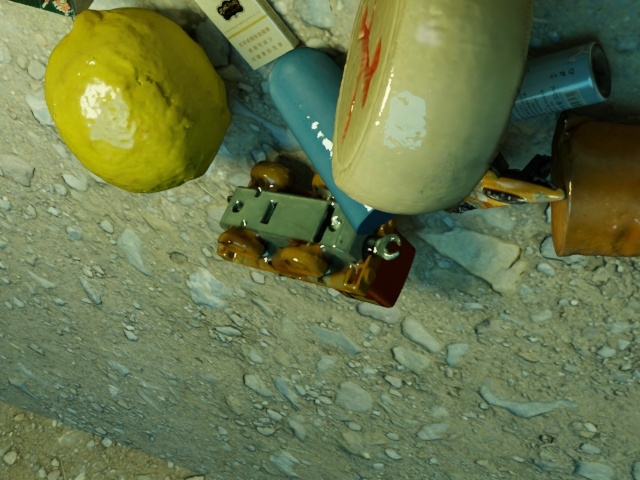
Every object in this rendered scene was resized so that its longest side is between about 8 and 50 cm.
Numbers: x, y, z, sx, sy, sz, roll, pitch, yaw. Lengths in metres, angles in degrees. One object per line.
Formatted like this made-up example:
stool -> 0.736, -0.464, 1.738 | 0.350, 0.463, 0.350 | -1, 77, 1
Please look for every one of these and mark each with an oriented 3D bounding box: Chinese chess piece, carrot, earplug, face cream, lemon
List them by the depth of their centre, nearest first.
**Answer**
Chinese chess piece -> 0.113, -0.195, 0.867 | 0.140, 0.338, 0.338 | 12, 144, -7
carrot -> 0.428, -0.068, 0.994 | 0.254, 0.196, 0.196 | 4, 139, 11
face cream -> 0.249, -0.190, 1.007 | 0.229, 0.075, 0.075 | -8, 131, 37
earplug -> 0.026, -0.154, 1.089 | 0.273, 0.132, 0.132 | 54, 145, 13
lemon -> -0.272, -0.205, 1.165 | 0.260, 0.260, 0.284 | 12, 145, 20

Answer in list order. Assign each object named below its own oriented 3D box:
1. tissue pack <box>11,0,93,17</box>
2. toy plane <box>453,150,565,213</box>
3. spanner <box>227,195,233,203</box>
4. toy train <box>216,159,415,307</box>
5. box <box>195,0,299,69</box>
tissue pack -> -0.409, -0.396, 1.134 | 0.170, 0.103, 0.090 | 19, 144, 10
toy plane -> 0.222, -0.095, 1.074 | 0.204, 0.103, 0.316 | 48, 159, -28
spanner -> -0.078, -0.045, 1.437 | 0.208, 0.012, 0.046 | 17, 144, 13
toy train -> 0.000, 0.000, 1.277 | 0.369, 0.163, 0.231 | 12, 160, 41
box -> -0.115, -0.324, 1.108 | 0.090, 0.024, 0.167 | -16, 126, 43
